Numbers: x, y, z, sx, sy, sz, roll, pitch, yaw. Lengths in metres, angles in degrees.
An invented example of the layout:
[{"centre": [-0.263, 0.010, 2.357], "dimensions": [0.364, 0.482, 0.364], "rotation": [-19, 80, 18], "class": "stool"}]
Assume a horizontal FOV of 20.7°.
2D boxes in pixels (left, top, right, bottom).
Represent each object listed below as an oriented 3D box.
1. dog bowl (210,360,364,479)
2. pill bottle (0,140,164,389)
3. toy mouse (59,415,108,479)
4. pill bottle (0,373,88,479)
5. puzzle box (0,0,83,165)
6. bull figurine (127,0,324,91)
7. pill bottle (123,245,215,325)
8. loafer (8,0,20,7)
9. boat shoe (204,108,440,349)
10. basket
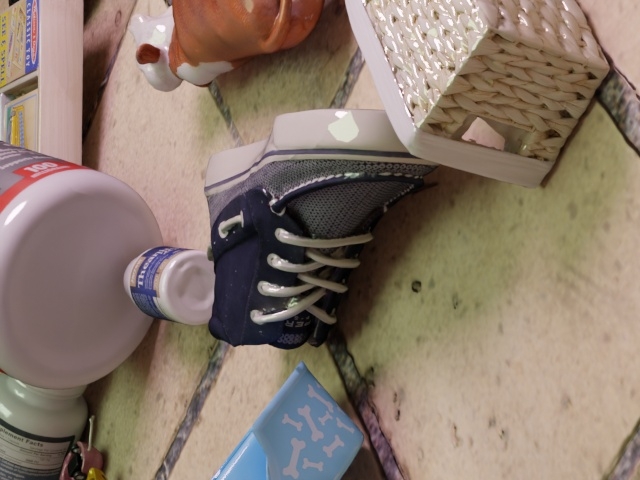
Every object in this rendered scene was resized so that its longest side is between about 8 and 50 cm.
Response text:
[{"centre": [-0.070, 0.219, 1.227], "dimensions": [0.297, 0.074, 0.166], "rotation": [-53, -2, -30], "class": "dog bowl"}, {"centre": [-0.337, 0.003, 1.727], "dimensions": [0.363, 0.210, 0.210], "rotation": [18, 96, 45], "class": "pill bottle"}, {"centre": [-0.235, 0.259, 1.731], "dimensions": [0.143, 0.031, 0.161], "rotation": [-33, 52, 54], "class": "toy mouse"}, {"centre": [-0.298, 0.193, 1.792], "dimensions": [0.180, 0.108, 0.108], "rotation": [-68, 29, 20], "class": "pill bottle"}, {"centre": [-0.337, -0.058, 1.970], "dimensions": [0.272, 0.052, 0.409], "rotation": [-11, 78, 61], "class": "puzzle box"}, {"centre": [-0.074, -0.223, 1.517], "dimensions": [0.310, 0.101, 0.188], "rotation": [5, 84, 63], "class": "bull figurine"}, {"centre": [-0.133, 0.039, 1.574], "dimensions": [0.120, 0.067, 0.067], "rotation": [5, 85, 63], "class": "pill bottle"}, {"centre": [-0.296, -0.296, 2.023], "dimensions": [0.080, 0.078, 0.220], "rotation": [49, 149, 3], "class": "loafer"}, {"centre": [0.000, 0.000, 1.285], "dimensions": [0.340, 0.127, 0.158], "rotation": [163, 109, -72], "class": "boat shoe"}, {"centre": [0.102, -0.133, 1.138], "dimensions": [0.103, 0.113, 0.167], "rotation": [-54, 36, 33], "class": "basket"}]
